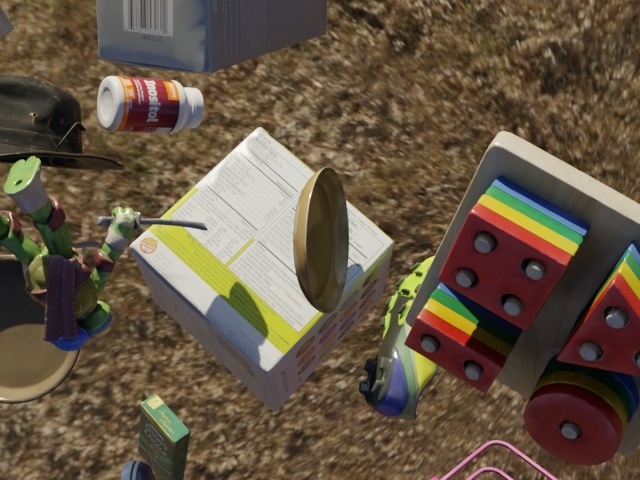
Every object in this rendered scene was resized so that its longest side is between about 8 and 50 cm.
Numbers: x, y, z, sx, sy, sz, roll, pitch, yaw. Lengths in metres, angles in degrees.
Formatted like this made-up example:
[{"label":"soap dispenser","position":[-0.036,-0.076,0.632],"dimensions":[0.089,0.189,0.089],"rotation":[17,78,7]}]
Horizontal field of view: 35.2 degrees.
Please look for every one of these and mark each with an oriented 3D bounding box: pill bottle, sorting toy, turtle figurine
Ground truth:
[{"label":"pill bottle","position":[-0.264,-0.211,1.578],"dimensions":[0.086,0.152,0.086],"rotation":[6,97,55]},{"label":"sorting toy","position":[0.210,0.076,0.894],"dimensions":[0.255,0.089,0.257],"rotation":[31,137,11]},{"label":"turtle figurine","position":[-0.359,-0.014,1.411],"dimensions":[0.198,0.266,0.274],"rotation":[14,58,43]}]

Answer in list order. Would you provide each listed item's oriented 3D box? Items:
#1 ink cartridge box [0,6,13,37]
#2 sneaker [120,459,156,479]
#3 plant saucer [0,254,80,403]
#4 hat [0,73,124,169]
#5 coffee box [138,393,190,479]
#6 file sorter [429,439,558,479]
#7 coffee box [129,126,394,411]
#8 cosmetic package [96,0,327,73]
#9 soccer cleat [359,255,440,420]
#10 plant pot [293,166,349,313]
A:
[{"label":"ink cartridge box","position":[-0.362,-0.195,0.796],"dimensions":[0.176,0.127,0.128],"rotation":[-33,77,-6]},{"label":"sneaker","position":[-0.261,0.532,1.747],"dimensions":[0.127,0.126,0.321],"rotation":[-10,90,4]},{"label":"plant saucer","position":[-0.573,0.164,1.875],"dimensions":[0.278,0.041,0.277],"rotation":[0,94,5]},{"label":"hat","position":[-0.462,-0.183,1.549],"dimensions":[0.331,0.331,0.134],"rotation":[6,92,16]},{"label":"coffee box","position":[-0.307,0.392,1.960],"dimensions":[0.113,0.040,0.184],"rotation":[44,143,23]},{"label":"file sorter","position":[0.284,0.509,1.663],"dimensions":[0.202,0.182,0.290],"rotation":[36,136,32]},{"label":"coffee box","position":[-0.100,0.062,1.905],"dimensions":[0.338,0.337,0.334],"rotation":[41,74,13]},{"label":"cosmetic package","position":[-0.096,-0.234,0.977],"dimensions":[0.127,0.238,0.107],"rotation":[11,111,26]},{"label":"soccer cleat","position":[0.163,0.166,1.711],"dimensions":[0.121,0.093,0.289],"rotation":[30,71,-21]},{"label":"plant pot","position":[0.000,0.000,1.617],"dimensions":[0.032,0.236,0.236],"rotation":[0,90,17]}]
